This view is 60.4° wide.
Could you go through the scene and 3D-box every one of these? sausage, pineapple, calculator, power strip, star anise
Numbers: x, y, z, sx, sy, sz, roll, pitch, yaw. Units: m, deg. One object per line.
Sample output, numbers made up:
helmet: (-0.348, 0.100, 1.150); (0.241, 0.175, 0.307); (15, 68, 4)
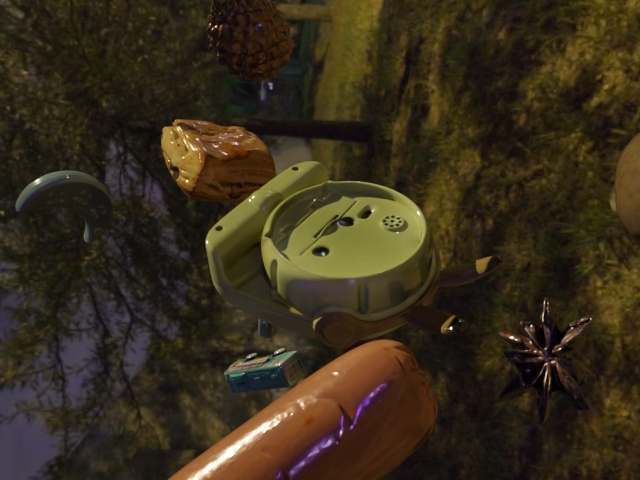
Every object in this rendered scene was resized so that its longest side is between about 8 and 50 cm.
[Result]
sausage: (-0.021, 0.215, 0.540); (0.121, 0.304, 0.121); (54, 170, 14)
pineapple: (-0.141, -0.390, 1.021); (0.193, 0.166, 0.166); (39, -133, -54)
calculator: (-0.106, 0.126, 1.340); (0.246, 0.045, 0.141); (-76, -4, -54)
power strip: (-0.499, -0.070, 1.138); (0.044, 0.137, 0.216); (49, -172, 34)
star anise: (0.516, 0.275, 1.248); (0.129, 0.212, 0.283); (62, -147, -57)

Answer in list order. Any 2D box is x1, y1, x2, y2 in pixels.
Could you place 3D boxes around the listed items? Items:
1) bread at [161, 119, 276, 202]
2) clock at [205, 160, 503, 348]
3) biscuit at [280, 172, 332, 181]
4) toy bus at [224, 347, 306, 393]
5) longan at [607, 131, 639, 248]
bread: (-0.198, -0.167, 1.105); (0.235, 0.210, 0.099); (54, 133, 44)
clock: (0.031, 0.014, 0.480); (0.170, 0.231, 0.069); (-44, -36, -40)
biscuit: (0.012, -0.002, 1.349); (0.115, 0.268, 0.367); (-30, 50, 37)
toy bus: (-0.159, 0.369, 1.543); (0.109, 0.261, 0.091); (-29, -83, -51)
longan: (0.697, -0.090, 1.021); (0.319, 0.318, 0.319); (-176, 90, -85)
